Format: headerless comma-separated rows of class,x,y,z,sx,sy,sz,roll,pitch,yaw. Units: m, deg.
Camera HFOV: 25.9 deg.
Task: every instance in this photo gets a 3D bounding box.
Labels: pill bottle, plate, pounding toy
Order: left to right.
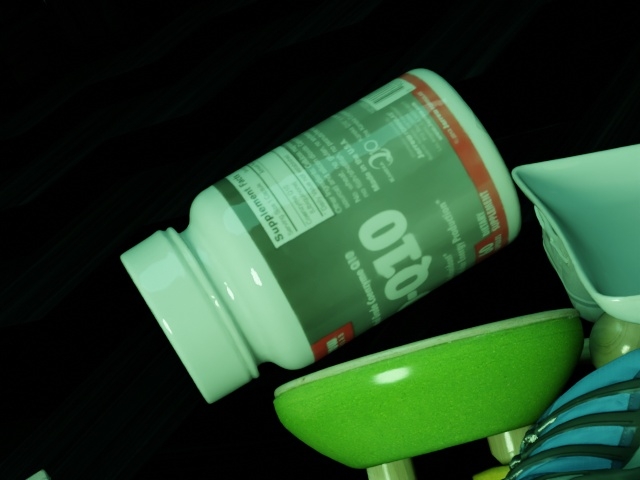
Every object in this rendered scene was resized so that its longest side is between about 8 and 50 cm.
pill bottle,0.000,0.000,1.094,0.283,0.161,0.161,-31,19,-8
pounding toy,0.092,0.113,0.813,0.236,0.110,0.183,-6,-13,-43
plate,0.274,-0.016,0.837,0.278,0.045,0.277,-10,17,1

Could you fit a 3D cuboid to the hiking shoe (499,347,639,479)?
hiking shoe,0.134,0.137,0.672,0.304,0.113,0.132,-27,9,-30

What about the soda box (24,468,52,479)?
soda box,-0.255,0.240,0.979,0.183,0.058,0.063,-32,19,-11

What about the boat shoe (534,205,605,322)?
boat shoe,0.192,0.001,0.978,0.066,0.063,0.184,-25,19,7
